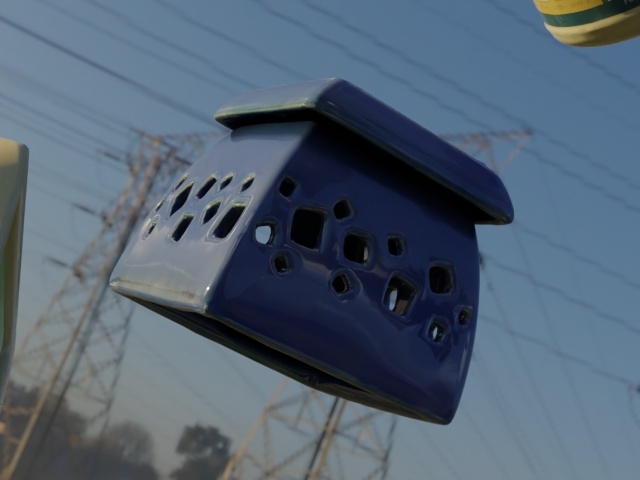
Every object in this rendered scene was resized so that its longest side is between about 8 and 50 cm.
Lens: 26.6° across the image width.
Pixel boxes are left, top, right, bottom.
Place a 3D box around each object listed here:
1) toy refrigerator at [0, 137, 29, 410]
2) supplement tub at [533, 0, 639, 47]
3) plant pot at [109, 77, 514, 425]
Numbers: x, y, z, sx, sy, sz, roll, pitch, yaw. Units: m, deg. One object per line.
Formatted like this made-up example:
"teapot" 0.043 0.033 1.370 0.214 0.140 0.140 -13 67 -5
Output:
"toy refrigerator" -0.143 0.079 0.383 0.094 0.269 0.102 8 -55 -7
"supplement tub" 0.174 -0.241 0.872 0.144 0.144 0.200 0 -53 55
"plant pot" 0.000 0.000 1.100 0.236 0.212 0.236 28 -9 -24
